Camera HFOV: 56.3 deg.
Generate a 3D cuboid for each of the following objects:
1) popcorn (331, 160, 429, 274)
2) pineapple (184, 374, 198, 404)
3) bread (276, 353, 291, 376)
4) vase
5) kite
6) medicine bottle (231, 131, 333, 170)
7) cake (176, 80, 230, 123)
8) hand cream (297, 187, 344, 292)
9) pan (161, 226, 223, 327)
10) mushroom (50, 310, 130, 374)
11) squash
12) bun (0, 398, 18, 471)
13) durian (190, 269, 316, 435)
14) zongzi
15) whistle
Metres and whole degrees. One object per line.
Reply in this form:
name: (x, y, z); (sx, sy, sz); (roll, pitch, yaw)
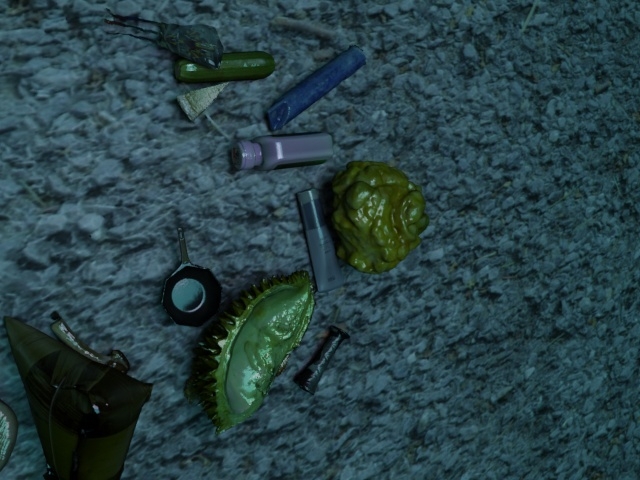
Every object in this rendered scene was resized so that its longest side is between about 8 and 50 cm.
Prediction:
popcorn: (0.134, -0.069, 1.413); (0.250, 0.234, 0.242); (68, 31, -30)
pineapple: (-0.272, 0.313, 1.305); (0.045, 0.019, 0.083); (45, 73, -27)
bread: (-0.129, 0.239, 1.373); (0.126, 0.044, 0.129); (22, 79, -16)
vase: (0.005, 0.287, 1.444); (0.059, 0.059, 0.167); (43, 71, -24)
kite: (-0.317, -0.420, 1.227); (0.245, 0.015, 0.141); (7, 50, -26)
medicine bottle: (-0.088, -0.199, 1.342); (0.219, 0.115, 0.078); (-10, 98, -29)
cake: (-0.245, -0.311, 1.266); (0.121, 0.052, 0.065); (-42, 106, -3)
hand cream: (0.000, 0.000, 1.441); (0.079, 0.048, 0.255); (-20, 105, -26)
pan: (-0.272, 0.081, 1.281); (0.128, 0.048, 0.202); (13, 86, -31)
mushroom: (-0.456, 0.210, 1.174); (0.187, 0.061, 0.060); (43, 67, -19)
squash: (-0.203, -0.377, 1.298); (0.228, 0.066, 0.066); (-13, 98, -30)
bun: (-0.623, 0.345, 1.047); (0.167, 0.113, 0.173); (48, 70, -15)
durian: (-0.137, 0.212, 1.276); (0.198, 0.163, 0.394); (40, 66, -4)
zongzi: (-0.501, 0.326, 1.138); (0.154, 0.317, 0.290); (-25, 141, -64)
whistle: (-0.013, -0.364, 1.414); (0.304, 0.062, 0.062); (-42, 111, -22)
